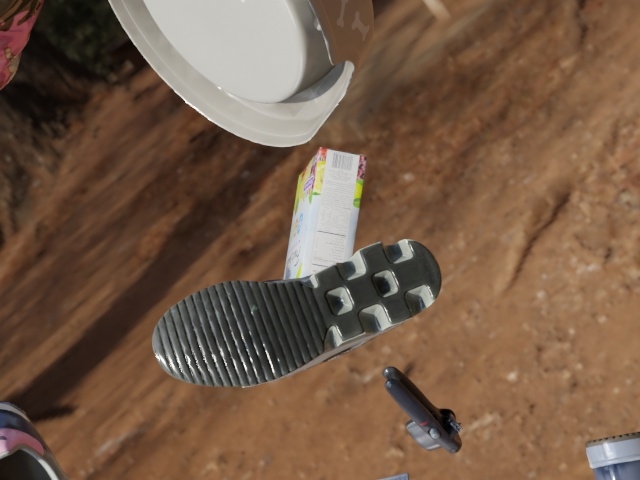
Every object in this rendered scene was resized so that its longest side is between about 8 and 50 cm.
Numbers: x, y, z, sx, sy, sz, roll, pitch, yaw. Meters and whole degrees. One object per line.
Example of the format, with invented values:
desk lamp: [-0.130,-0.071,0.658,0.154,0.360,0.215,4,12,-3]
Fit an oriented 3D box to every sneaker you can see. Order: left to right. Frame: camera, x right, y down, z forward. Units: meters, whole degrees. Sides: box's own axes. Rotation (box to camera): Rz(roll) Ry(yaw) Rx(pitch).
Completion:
sneaker: [-0.268,0.314,1.288,0.112,0.319,0.131,-36,16,-10]
sneaker: [-0.029,0.099,1.461,0.330,0.123,0.146,-13,-12,-12]
sneaker: [0.407,0.298,1.481,0.099,0.153,0.282,-22,-19,38]

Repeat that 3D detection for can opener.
can opener: [0.140,0.241,1.776,0.073,0.186,0.059,-34,39,7]

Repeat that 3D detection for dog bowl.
dog bowl: [-0.090,-0.269,1.372,0.102,0.349,0.348,-46,14,-28]

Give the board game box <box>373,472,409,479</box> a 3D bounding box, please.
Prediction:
board game box: [0.032,0.317,1.242,0.194,0.194,0.060,-22,-30,-28]

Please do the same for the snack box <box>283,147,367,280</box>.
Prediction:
snack box: [0.000,0.000,1.669,0.174,0.070,0.207,134,144,-76]

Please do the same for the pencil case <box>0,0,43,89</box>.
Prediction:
pencil case: [-0.227,-0.248,0.811,0.167,0.160,0.386,-1,-34,-29]
